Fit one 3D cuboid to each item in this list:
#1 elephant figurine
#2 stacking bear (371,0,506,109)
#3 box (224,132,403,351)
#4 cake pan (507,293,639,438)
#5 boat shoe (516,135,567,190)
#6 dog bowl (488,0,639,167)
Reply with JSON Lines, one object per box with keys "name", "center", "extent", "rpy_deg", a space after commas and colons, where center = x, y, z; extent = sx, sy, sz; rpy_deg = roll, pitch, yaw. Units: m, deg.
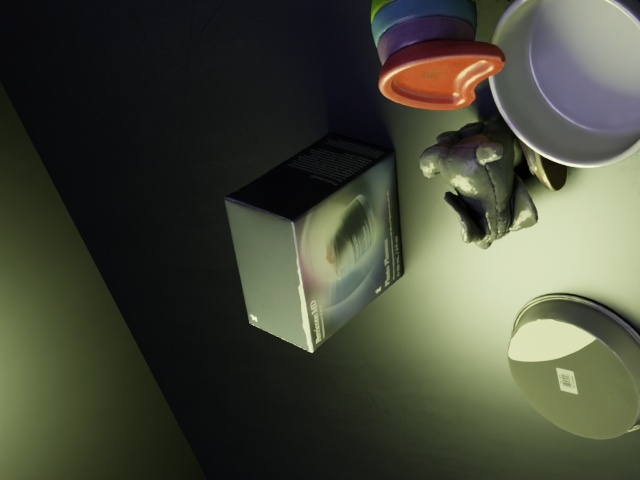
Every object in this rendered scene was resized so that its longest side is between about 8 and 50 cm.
{"name": "elephant figurine", "center": [0.275, -0.065, 1.403], "extent": [0.169, 0.186, 0.239], "rpy_deg": [-6, 113, 37]}
{"name": "stacking bear", "center": [0.153, -0.360, 1.251], "extent": [0.175, 0.164, 0.289], "rpy_deg": [128, 141, -70]}
{"name": "box", "center": [0.000, 0.000, 1.640], "extent": [0.182, 0.294, 0.296], "rpy_deg": [21, 133, 37]}
{"name": "cake pan", "center": [0.454, 0.234, 1.522], "extent": [0.293, 0.054, 0.293], "rpy_deg": [29, 137, 31]}
{"name": "boat shoe", "center": [0.338, -0.148, 1.350], "extent": [0.048, 0.056, 0.153], "rpy_deg": [-15, 104, 61]}
{"name": "dog bowl", "center": [0.371, -0.240, 1.194], "extent": [0.265, 0.104, 0.265], "rpy_deg": [28, 136, 31]}
